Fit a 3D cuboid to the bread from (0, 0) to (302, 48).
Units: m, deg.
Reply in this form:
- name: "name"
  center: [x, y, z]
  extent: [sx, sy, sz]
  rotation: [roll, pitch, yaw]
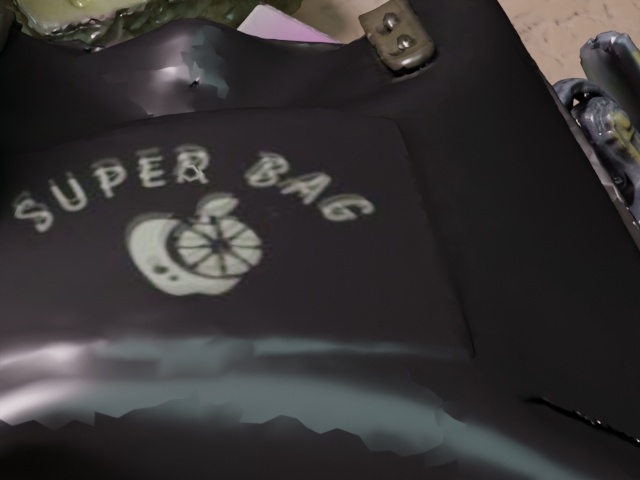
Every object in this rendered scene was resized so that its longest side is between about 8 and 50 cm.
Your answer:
- name: "bread"
  center: [-0.107, -0.121, 0.779]
  extent: [0.232, 0.064, 0.172]
  rotation: [9, 43, -12]

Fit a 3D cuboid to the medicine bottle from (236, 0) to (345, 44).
- name: "medicine bottle"
  center: [0.000, 0.000, 0.714]
  extent: [0.171, 0.052, 0.201]
  rotation: [28, 45, 7]

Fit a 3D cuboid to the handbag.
- name: "handbag"
  center: [-0.038, 0.019, 0.567]
  extent: [0.342, 0.152, 0.288]
  rotation: [-2, 49, -8]

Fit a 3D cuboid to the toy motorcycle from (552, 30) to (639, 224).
- name: "toy motorcycle"
  center: [0.167, -0.004, 0.745]
  extent: [0.193, 0.061, 0.124]
  rotation: [56, 42, -7]
